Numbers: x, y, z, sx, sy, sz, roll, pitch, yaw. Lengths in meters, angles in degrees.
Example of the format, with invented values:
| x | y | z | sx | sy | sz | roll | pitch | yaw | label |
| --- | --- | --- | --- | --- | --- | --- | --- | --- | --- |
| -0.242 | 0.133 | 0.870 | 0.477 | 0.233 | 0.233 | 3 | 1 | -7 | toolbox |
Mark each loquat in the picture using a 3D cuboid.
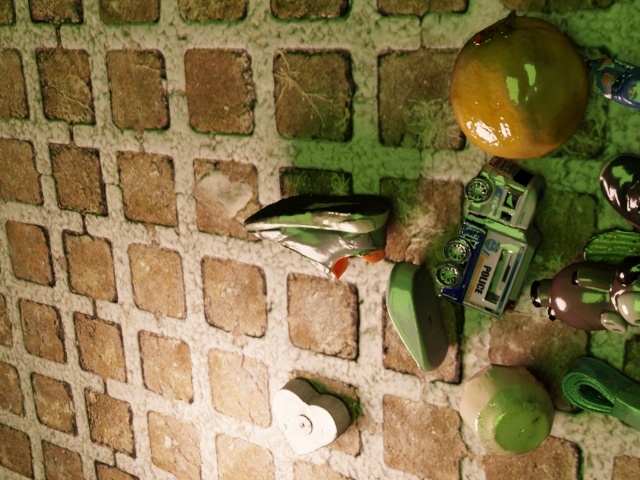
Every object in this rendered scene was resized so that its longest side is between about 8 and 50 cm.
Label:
| x | y | z | sx | sy | sz | roll | pitch | yaw | label |
| --- | --- | --- | --- | --- | --- | --- | --- | --- | --- |
| 0.325 | -0.250 | 1.260 | 0.238 | 0.193 | 0.238 | 35 | 145 | 29 | loquat |

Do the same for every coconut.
| x | y | z | sx | sy | sz | roll | pitch | yaw | label |
| --- | --- | --- | --- | --- | --- | --- | --- | --- | --- |
| 0.351 | 0.312 | 1.454 | 0.171 | 0.183 | 0.170 | -3 | 110 | -9 | coconut |

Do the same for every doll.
| x | y | z | sx | sy | sz | roll | pitch | yaw | label |
| --- | --- | --- | --- | --- | --- | --- | --- | --- | --- |
| 0.489 | 0.092 | 1.291 | 0.257 | 0.182 | 0.117 | -4 | 61 | 47 | doll |

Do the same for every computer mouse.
| x | y | z | sx | sy | sz | roll | pitch | yaw | label |
| --- | --- | --- | --- | --- | --- | --- | --- | --- | --- |
| 0.189 | 0.152 | 1.525 | 0.079 | 0.128 | 0.230 | -13 | 95 | 35 | computer mouse |

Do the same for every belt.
| x | y | z | sx | sy | sz | roll | pitch | yaw | label |
| --- | --- | --- | --- | --- | --- | --- | --- | --- | --- |
| 0.582 | 0.299 | 1.347 | 0.303 | 0.072 | 0.087 | 22 | 119 | 25 | belt |

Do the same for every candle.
| x | y | z | sx | sy | sz | roll | pitch | yaw | label |
| --- | --- | --- | --- | --- | --- | --- | --- | --- | --- |
| -0.027 | 0.424 | 1.791 | 0.192 | 0.068 | 0.168 | 21 | 117 | 30 | candle |

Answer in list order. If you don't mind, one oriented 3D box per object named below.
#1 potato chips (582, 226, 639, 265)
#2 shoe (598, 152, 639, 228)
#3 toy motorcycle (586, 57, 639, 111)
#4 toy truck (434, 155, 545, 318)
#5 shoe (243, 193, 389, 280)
| x | y | z | sx | sy | sz | roll | pitch | yaw | label |
| --- | --- | --- | --- | --- | --- | --- | --- | --- | --- |
| 0.554 | 0.033 | 1.302 | 0.208 | 0.028 | 0.091 | 18 | 121 | 32 | potato chips |
| 0.564 | -0.028 | 1.210 | 0.291 | 0.137 | 0.114 | 36 | 121 | 19 | shoe |
| 0.504 | -0.235 | 1.194 | 0.205 | 0.114 | 0.076 | 33 | 120 | 21 | toy motorcycle |
| 0.322 | -0.007 | 1.387 | 0.156 | 0.124 | 0.267 | 23 | 119 | 17 | toy truck |
| 0.000 | 0.000 | 1.608 | 0.337 | 0.132 | 0.170 | 0 | 115 | 30 | shoe |
